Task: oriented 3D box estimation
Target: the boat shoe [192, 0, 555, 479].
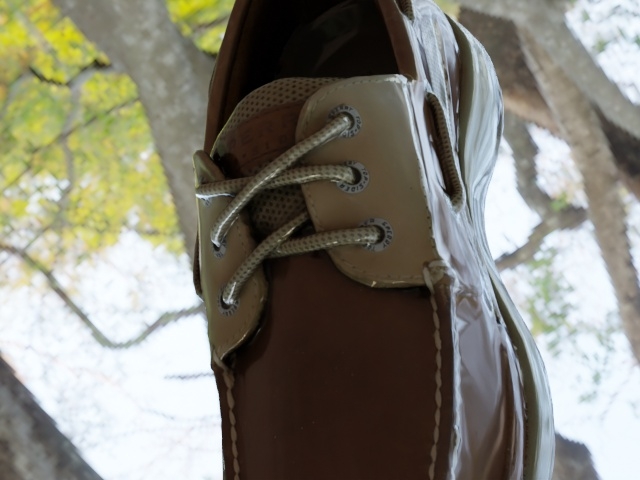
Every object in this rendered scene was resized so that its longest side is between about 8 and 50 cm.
[{"bbox_3d":[0.000,0.000,0.485,0.123,0.116,0.324,-24,-141,19],"label":"boat shoe"}]
